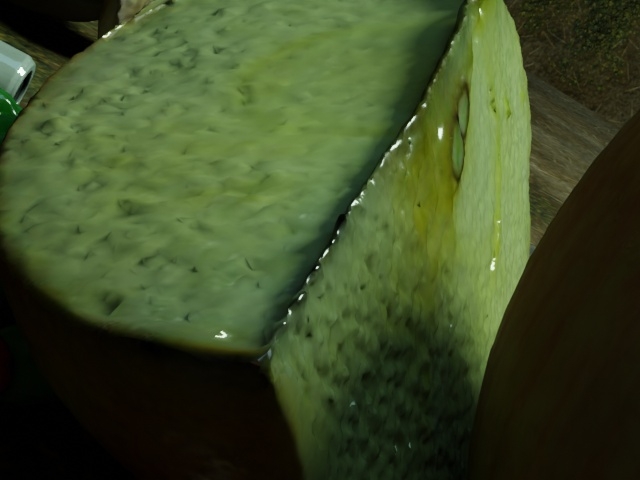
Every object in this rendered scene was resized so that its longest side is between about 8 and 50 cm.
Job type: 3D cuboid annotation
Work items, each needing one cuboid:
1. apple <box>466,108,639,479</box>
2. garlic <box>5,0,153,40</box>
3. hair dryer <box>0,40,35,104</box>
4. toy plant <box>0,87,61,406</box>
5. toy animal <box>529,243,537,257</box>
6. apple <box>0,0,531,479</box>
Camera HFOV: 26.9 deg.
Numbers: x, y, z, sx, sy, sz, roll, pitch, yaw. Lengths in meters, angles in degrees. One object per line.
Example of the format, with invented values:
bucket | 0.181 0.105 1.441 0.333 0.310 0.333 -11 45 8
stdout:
apple | 0.241 0.098 0.427 0.391 0.346 0.391 26 19 -10
garlic | -0.249 -0.281 1.052 0.325 0.132 0.279 33 -24 -1
hair dryer | -0.229 -0.096 0.797 0.082 0.047 0.137 28 21 -5
toy plant | -0.144 0.003 0.556 0.154 0.088 0.240 42 22 -7
toy animal | 0.195 0.021 0.993 0.284 0.225 0.302 14 26 3
apple | 0.000 0.000 0.528 0.254 0.179 0.346 32 36 -4
